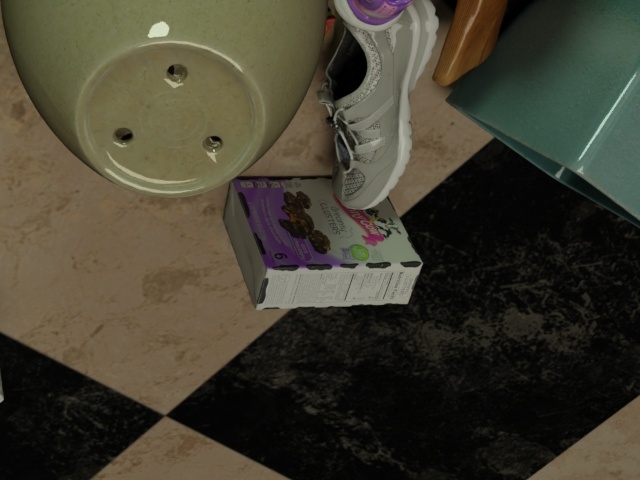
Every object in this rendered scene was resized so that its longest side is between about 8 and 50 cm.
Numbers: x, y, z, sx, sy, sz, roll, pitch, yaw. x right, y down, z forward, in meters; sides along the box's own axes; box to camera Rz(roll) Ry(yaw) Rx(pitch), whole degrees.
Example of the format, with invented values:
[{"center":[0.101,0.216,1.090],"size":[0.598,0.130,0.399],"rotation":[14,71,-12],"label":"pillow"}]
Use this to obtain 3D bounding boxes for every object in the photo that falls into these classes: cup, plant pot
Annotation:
[{"center":[-0.143,-0.174,1.180],"size":[0.331,0.237,0.331],"rotation":[-4,130,-5],"label":"cup"},{"center":[0.350,-0.176,1.433],"size":[0.247,0.248,0.252],"rotation":[28,97,-38],"label":"plant pot"}]

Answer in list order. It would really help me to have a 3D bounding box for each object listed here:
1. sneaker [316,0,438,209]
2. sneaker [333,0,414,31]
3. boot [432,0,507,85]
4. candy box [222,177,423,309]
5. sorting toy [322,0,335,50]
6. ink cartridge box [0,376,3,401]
[{"center":[0.039,-0.155,1.396],"size":[0.115,0.105,0.281],"rotation":[-12,131,-28],"label":"sneaker"},{"center":[0.080,-0.323,1.227],"size":[0.095,0.104,0.236],"rotation":[9,98,-12],"label":"sneaker"},{"center":[0.159,-0.288,1.279],"size":[0.096,0.264,0.280],"rotation":[27,126,8],"label":"boot"},{"center":[0.000,0.000,1.486],"size":[0.196,0.165,0.070],"rotation":[-2,132,-22],"label":"candy box"},{"center":[-0.035,-0.247,1.334],"size":[0.274,0.046,0.132],"rotation":[-10,133,-15],"label":"sorting toy"},{"center":[-0.567,0.080,1.320],"size":[0.285,0.166,0.395],"rotation":[-28,134,3],"label":"ink cartridge box"}]
